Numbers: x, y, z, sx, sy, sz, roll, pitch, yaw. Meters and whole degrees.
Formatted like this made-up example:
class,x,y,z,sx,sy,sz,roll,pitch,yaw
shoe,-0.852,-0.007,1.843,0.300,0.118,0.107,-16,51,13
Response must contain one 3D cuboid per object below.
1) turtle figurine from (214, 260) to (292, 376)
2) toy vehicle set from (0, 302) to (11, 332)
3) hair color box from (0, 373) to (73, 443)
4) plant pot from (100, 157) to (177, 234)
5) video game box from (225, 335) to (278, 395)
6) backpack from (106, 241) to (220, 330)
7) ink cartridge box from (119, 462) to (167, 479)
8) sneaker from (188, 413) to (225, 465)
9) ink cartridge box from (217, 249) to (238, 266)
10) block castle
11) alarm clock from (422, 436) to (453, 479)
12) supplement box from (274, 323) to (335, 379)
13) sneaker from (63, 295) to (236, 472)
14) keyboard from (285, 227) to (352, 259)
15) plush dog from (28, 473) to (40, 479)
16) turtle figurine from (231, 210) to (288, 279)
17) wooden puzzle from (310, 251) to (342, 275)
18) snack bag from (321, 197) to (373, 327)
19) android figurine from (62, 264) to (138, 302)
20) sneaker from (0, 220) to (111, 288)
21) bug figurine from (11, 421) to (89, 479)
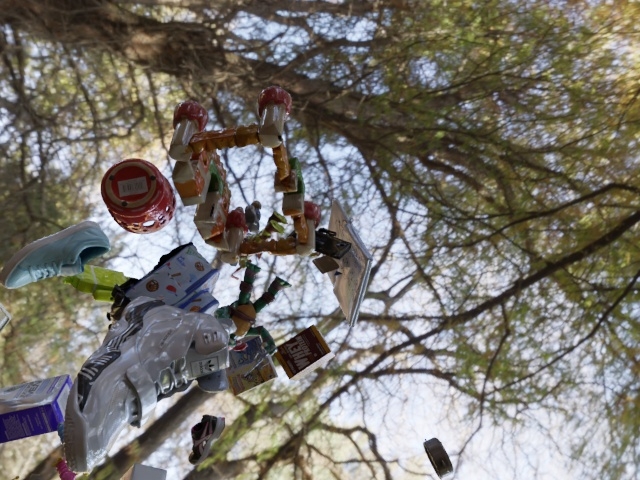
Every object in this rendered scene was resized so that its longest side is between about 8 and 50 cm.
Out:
class,x,y,z,sx,sy,sz,roll,pitch,yaw
turtle figurine,-0.169,0.173,1.200,0.118,0.175,0.234,21,-97,52
toy vehicle set,-0.861,0.210,1.333,0.035,0.166,0.267,25,-31,-2
hair color box,-0.974,0.542,1.703,0.185,0.339,0.110,-119,-163,-72
plant pot,-0.510,-0.130,1.511,0.191,0.191,0.174,53,-15,11
video game box,-0.293,0.492,2.169,0.187,0.048,0.205,-27,-105,8
backpack,-0.363,0.143,1.315,0.213,0.263,0.276,42,-30,-5
ink cartridge box,-0.457,0.621,1.366,0.122,0.089,0.052,-48,-151,31
sneaker,-0.347,0.569,1.571,0.077,0.072,0.178,28,-77,-13
ink cartridge box,-0.345,0.042,2.047,0.115,0.029,0.062,42,-72,36
block castle,-0.182,-0.159,1.404,0.303,0.212,0.453,-7,-44,9
alarm clock,0.398,0.727,1.797,0.192,0.064,0.129,84,-18,-84
supplement box,-0.061,0.441,2.116,0.129,0.191,0.194,56,-4,17
sneaker,-0.273,0.232,0.924,0.210,0.365,0.137,6,-59,2
keyboard,0.000,0.000,1.554,0.180,0.108,0.023,21,-46,23
plush dog,-0.851,0.836,1.558,0.225,0.262,0.210,36,-29,44
turtle figurine,-0.198,0.003,1.710,0.087,0.269,0.217,45,-69,-1
wooden puzzle,0.017,0.079,1.803,0.116,0.079,0.014,55,-35,33
snack bag,0.074,0.065,1.810,0.342,0.037,0.323,-116,-154,-43
android figurine,-0.804,0.154,1.987,0.248,0.273,0.056,37,-70,53
sneaker,-0.892,0.069,1.841,0.150,0.366,0.135,42,-28,22
bug figurine,-0.721,0.627,1.433,0.216,0.279,0.072,27,-12,46
